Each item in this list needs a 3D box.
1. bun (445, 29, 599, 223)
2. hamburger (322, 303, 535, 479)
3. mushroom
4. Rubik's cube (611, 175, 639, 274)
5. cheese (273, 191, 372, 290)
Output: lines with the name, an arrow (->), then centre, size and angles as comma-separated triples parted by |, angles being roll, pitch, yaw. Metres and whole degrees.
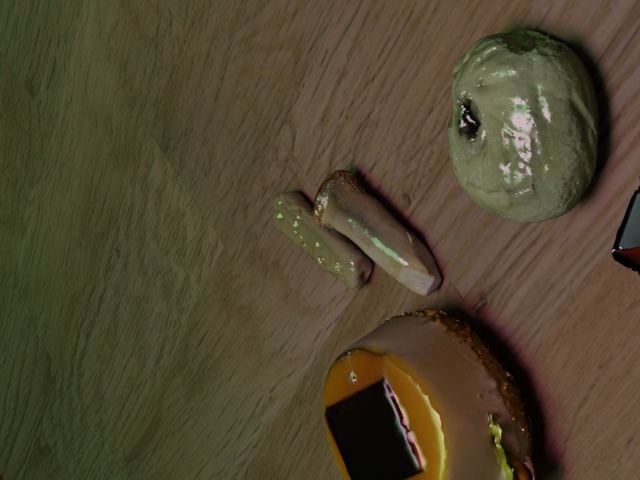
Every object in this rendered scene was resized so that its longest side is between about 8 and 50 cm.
bun -> 0.212, -0.118, 1.505 | 0.221, 0.108, 0.221 | 27, 127, 45
hamburger -> 0.136, 0.232, 1.716 | 0.276, 0.179, 0.294 | -41, 68, 51
mushroom -> 0.073, -0.006, 1.785 | 0.209, 0.071, 0.084 | 43, 103, 29
Rubik's cube -> 0.389, -0.019, 1.342 | 0.234, 0.284, 0.250 | 77, 178, -46
cheese -> 0.000, 0.000, 1.912 | 0.194, 0.043, 0.064 | 42, 135, 35
